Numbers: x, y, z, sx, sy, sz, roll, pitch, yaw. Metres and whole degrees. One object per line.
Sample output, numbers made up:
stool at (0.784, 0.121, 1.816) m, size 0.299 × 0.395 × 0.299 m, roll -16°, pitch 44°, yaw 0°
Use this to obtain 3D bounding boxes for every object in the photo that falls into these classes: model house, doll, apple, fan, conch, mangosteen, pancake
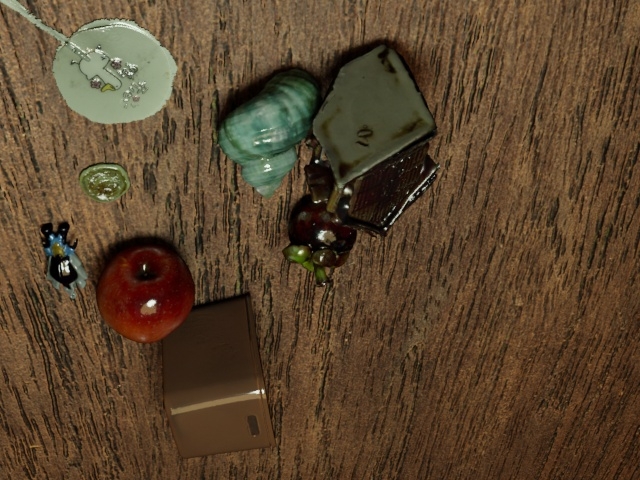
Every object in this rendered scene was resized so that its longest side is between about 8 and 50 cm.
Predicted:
model house at (0.078, -0.181, 1.758) m, size 0.297 × 0.317 × 0.282 m, roll -17°, pitch 150°, yaw -13°
doll at (-0.577, 0.052, 1.899) m, size 0.096 × 0.070 × 0.195 m, roll -1°, pitch 122°, yaw 4°
apple at (-0.394, 0.119, 1.906) m, size 0.218 × 0.218 × 0.201 m, roll -6°, pitch 151°, yaw -11°
fan at (-0.470, -0.366, 1.633) m, size 0.415 × 0.012 × 0.233 m, roll 32°, pitch 113°, yaw -34°
conch at (-0.106, -0.222, 1.760) m, size 0.220 × 0.195 × 0.277 m, roll -6°, pitch 107°, yaw -47°
mangosteen at (-0.003, -0.010, 1.939) m, size 0.173 × 0.184 × 0.172 m, roll 25°, pitch 144°, yaw 20°
pancake at (-0.464, -0.126, 1.823) m, size 0.108 × 0.017 × 0.108 m, roll -8°, pitch 133°, yaw -9°

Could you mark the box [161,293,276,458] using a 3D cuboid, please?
box at (-0.249, 0.330, 2.038) m, size 0.230 × 0.339 × 0.239 m, roll -10°, pitch 129°, yaw -4°
